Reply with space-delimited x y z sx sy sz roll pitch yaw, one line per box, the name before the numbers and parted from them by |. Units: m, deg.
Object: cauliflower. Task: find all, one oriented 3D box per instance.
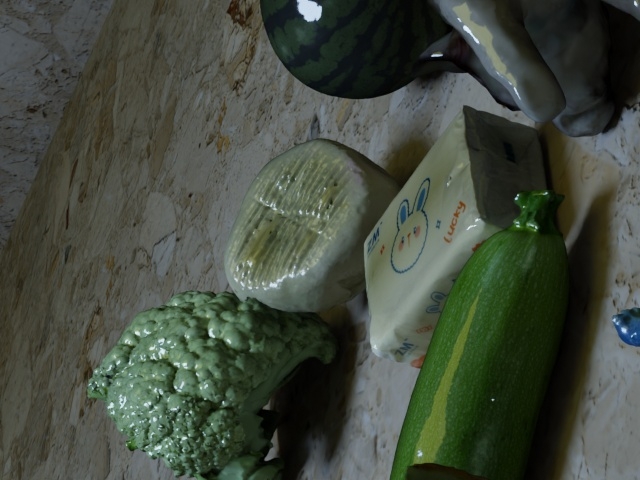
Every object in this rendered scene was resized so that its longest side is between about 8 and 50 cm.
cauliflower | -0.109 0.179 1.854 0.272 0.275 0.250 -3 104 52

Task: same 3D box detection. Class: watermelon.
watermelon | 0.039 -0.249 1.790 0.212 0.212 0.212 -163 90 -71

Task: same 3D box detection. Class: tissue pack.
tissue pack | 0.116 0.001 1.531 0.148 0.092 0.196 -93 26 -44

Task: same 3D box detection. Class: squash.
squash | 0.120 0.148 1.373 0.107 0.107 0.395 -178 105 -70

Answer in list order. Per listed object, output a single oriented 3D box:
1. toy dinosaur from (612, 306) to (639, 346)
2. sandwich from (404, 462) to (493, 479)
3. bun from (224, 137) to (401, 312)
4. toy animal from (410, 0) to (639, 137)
toy dinosaur | 0.265 0.015 1.138 0.144 0.076 0.329 9 72 64
sandwich | 0.101 0.250 1.229 0.144 0.187 0.117 -43 34 45
bun | 0.000 0.000 1.775 0.178 0.128 0.193 30 86 46
toy animal | 0.136 -0.232 1.440 0.194 0.344 0.302 -34 -4 -1
